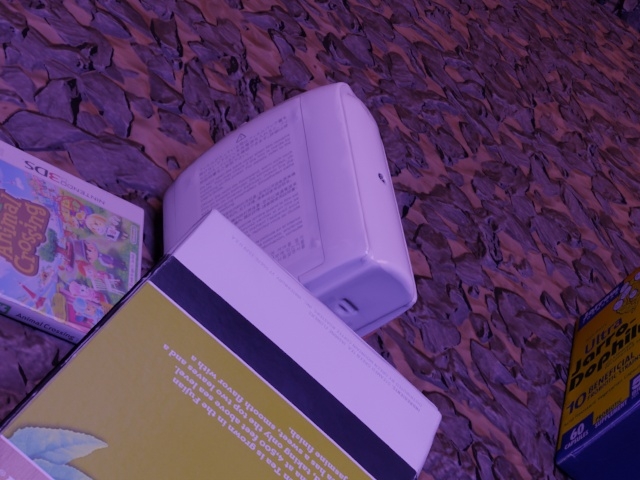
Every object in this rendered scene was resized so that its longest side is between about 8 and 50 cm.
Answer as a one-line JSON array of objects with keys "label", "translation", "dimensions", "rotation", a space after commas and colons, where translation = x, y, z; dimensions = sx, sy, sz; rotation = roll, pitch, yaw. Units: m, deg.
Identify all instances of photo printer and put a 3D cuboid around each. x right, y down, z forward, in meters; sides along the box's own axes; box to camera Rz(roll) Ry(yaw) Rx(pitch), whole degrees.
[{"label": "photo printer", "translation": [-0.043, -0.013, 1.234], "dimensions": [0.107, 0.256, 0.308], "rotation": [45, 23, -38]}]

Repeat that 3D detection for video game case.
[{"label": "video game case", "translation": [-0.260, 0.003, 1.178], "dimensions": [0.193, 0.023, 0.212], "rotation": [27, 35, -26]}]

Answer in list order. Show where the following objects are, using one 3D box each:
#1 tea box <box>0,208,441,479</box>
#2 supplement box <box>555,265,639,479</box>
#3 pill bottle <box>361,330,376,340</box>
[{"label": "tea box", "translation": [-0.136, 0.209, 0.770], "dimensions": [0.220, 0.329, 0.323], "rotation": [42, 32, -3]}, {"label": "supplement box", "translation": [0.459, 0.197, 1.611], "dimensions": [0.195, 0.194, 0.356], "rotation": [40, 30, -6]}, {"label": "pill bottle", "translation": [0.000, 0.000, 1.382], "dimensions": [0.130, 0.130, 0.246], "rotation": [17, 39, -37]}]
